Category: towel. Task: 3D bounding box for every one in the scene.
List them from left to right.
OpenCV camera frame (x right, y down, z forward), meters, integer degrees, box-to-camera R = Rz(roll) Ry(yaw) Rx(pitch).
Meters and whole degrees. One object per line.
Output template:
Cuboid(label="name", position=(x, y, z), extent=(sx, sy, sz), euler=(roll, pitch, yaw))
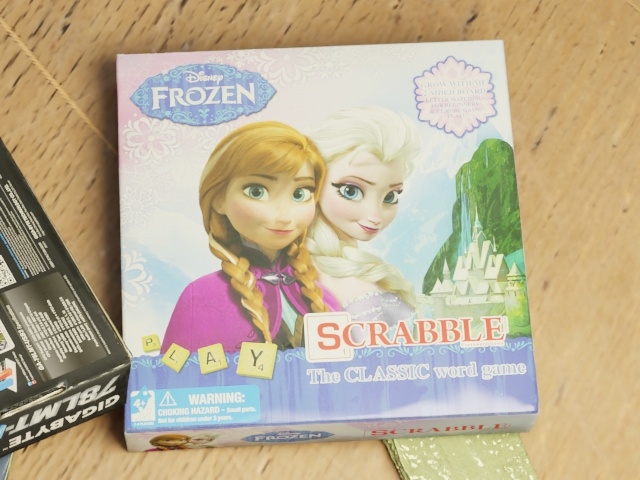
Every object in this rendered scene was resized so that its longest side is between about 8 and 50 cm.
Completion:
Cuboid(label="towel", position=(0.102, 0.152, 1.539), extent=(0.110, 0.027, 0.148), euler=(-21, 73, -18))

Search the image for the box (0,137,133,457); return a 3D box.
Cuboid(label="box", position=(-0.334, 0.045, 1.428), extent=(0.293, 0.073, 0.295), euler=(-23, 64, -23))

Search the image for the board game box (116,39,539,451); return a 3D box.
Cuboid(label="board game box", position=(0.000, 0.000, 1.533), extent=(0.319, 0.066, 0.318), euler=(-3, 70, -3))

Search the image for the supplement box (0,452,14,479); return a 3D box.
Cuboid(label="supplement box", position=(-0.276, 0.182, 1.438), extent=(0.083, 0.056, 0.083), euler=(14, 68, -5))
